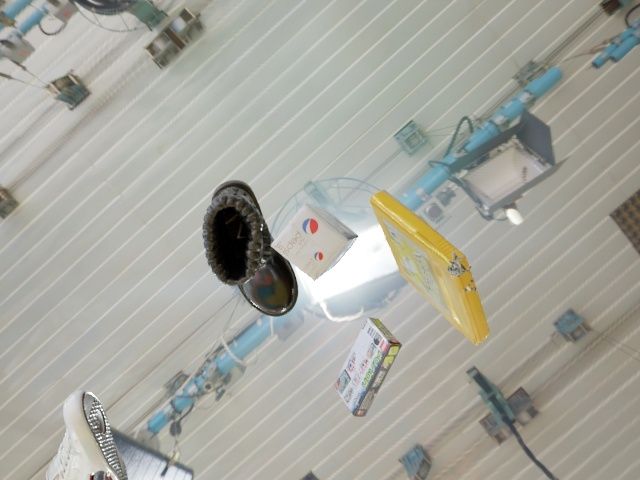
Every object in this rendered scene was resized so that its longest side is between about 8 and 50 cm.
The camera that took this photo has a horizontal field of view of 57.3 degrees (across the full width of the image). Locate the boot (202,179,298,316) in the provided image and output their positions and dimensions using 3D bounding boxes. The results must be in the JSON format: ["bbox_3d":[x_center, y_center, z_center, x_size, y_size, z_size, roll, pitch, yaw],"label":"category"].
[{"bbox_3d":[-0.141,0.048,1.213,0.131,0.260,0.348,-26,-72,-1],"label":"boot"}]

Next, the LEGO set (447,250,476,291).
[{"bbox_3d":[0.254,0.061,1.068,0.023,0.054,0.083,-32,-96,-32],"label":"LEGO set"}]

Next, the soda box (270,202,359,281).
[{"bbox_3d":[0.000,0.000,0.806,0.074,0.216,0.069,40,-83,5],"label":"soda box"}]

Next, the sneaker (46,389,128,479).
[{"bbox_3d":[-0.410,0.369,0.985,0.123,0.106,0.290,-10,-52,-13],"label":"sneaker"}]

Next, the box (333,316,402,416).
[{"bbox_3d":[0.108,0.298,1.384,0.036,0.114,0.207,13,-70,-33],"label":"box"}]

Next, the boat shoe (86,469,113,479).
[{"bbox_3d":[-0.172,0.262,0.532,0.043,0.049,0.137,-19,-72,-5],"label":"boat shoe"}]

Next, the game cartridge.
[{"bbox_3d":[0.246,0.062,1.325,0.053,0.323,0.285,-32,-52,-6],"label":"game cartridge"}]
